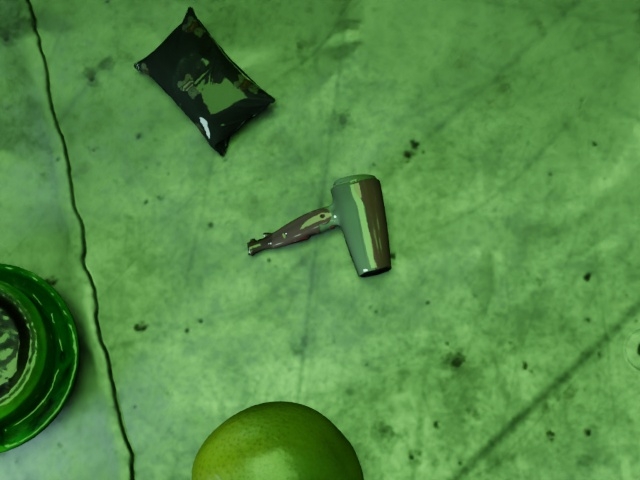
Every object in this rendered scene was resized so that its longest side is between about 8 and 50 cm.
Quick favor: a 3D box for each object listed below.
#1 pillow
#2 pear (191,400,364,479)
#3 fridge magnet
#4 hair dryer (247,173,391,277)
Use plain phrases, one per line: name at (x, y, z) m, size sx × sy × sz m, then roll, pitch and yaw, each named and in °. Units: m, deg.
pillow at (-0.130, -0.175, 1.600) m, size 0.090 × 0.048 × 0.150 m, roll -40°, pitch 78°, yaw -8°
pear at (-0.064, 0.252, 1.419) m, size 0.216 × 0.166 × 0.180 m, roll -9°, pitch 89°, yaw -12°
fridge magnet at (-0.357, 0.122, 1.523) m, size 0.208 × 0.088 × 0.208 m, roll -1°, pitch 73°, yaw 4°
hair dryer at (-0.004, -0.006, 1.554) m, size 0.154 × 0.054 × 0.106 m, roll -10°, pitch 79°, yaw 13°
